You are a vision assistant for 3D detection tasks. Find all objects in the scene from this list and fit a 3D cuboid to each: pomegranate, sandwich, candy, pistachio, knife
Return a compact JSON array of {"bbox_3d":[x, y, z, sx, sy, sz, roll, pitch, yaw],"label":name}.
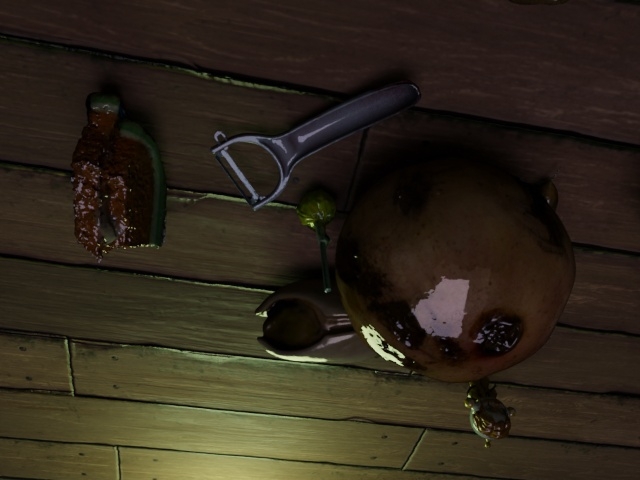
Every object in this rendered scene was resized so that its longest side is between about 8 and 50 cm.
[{"bbox_3d":[0.177,0.039,0.819,0.322,0.322,0.322,-1,132,-1],"label":"pomegranate"},{"bbox_3d":[-0.256,-0.075,0.790,0.079,0.159,0.235,4,112,2],"label":"sandwich"},{"bbox_3d":[0.000,0.000,0.827,0.058,0.194,0.062,-4,132,-3],"label":"candy"},{"bbox_3d":[0.011,0.132,0.990,0.238,0.138,0.153,-2,167,1],"label":"pistachio"},{"bbox_3d":[-0.004,-0.148,0.789,0.278,0.053,0.123,-24,124,18],"label":"knife"}]

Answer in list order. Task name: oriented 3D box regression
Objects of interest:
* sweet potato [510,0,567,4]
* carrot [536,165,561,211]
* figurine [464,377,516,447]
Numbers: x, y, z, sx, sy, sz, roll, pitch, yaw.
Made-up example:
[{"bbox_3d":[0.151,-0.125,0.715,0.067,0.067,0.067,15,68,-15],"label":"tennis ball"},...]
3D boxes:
[{"bbox_3d":[0.213,-0.293,0.674,0.153,0.038,0.041,20,151,-21],"label":"sweet potato"},{"bbox_3d":[0.322,0.014,0.942,0.078,0.078,0.298,1,126,-2],"label":"carrot"},{"bbox_3d":[0.310,0.312,1.149,0.101,0.143,0.068,-1,135,-33],"label":"figurine"}]
